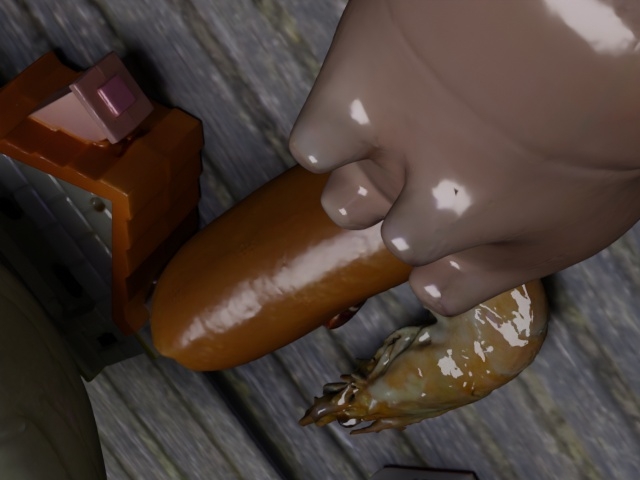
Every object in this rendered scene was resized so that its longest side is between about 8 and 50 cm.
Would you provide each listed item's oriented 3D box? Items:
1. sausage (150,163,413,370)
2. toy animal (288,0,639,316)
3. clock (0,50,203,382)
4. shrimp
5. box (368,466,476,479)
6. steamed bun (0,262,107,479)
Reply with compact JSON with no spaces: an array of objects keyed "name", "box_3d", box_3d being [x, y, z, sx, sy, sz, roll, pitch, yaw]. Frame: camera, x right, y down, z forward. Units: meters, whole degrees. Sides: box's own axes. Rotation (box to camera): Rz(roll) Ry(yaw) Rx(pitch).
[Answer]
[{"name":"sausage","box_3d":[0.000,0.000,1.059,0.238,0.098,0.098,-31,103,28]},{"name":"toy animal","box_3d":[0.112,-0.098,0.827,0.237,0.269,0.326,40,173,5]},{"name":"clock","box_3d":[-0.175,-0.018,1.228,0.255,0.106,0.220,-20,111,43]},{"name":"shrimp","box_3d":[0.049,0.054,1.133,0.133,0.053,0.236,46,138,-5]},{"name":"box","box_3d":[0.051,0.254,1.210,0.099,0.182,0.133,-3,119,41]},{"name":"steamed bun","box_3d":[-0.280,0.114,1.164,0.334,0.233,0.312,10,127,17]}]
